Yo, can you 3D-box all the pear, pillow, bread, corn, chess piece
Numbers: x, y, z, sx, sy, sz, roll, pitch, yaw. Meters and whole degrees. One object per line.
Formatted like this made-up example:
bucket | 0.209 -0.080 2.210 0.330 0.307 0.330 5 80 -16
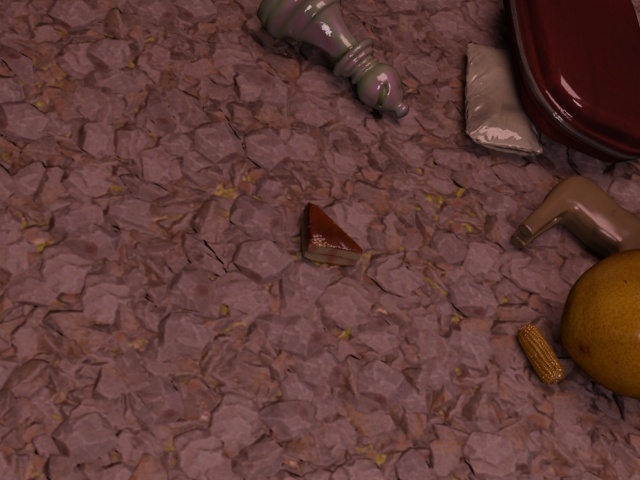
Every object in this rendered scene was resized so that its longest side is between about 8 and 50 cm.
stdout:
pear | 0.419 0.110 1.648 0.209 0.209 0.209 9 51 -12
pillow | 0.288 -0.224 1.958 0.128 0.051 0.229 16 48 -11
bread | 0.000 0.000 1.688 0.109 0.043 0.062 45 51 16
corn | 0.296 0.153 1.673 0.037 0.037 0.092 -13 59 -27
chess piece | 0.038 -0.289 1.889 0.271 0.139 0.139 48 53 7

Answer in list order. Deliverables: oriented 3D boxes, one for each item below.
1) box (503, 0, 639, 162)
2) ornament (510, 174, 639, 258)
box | 0.416 -0.301 1.998 0.263 0.108 0.404 20 48 -25
ornament | 0.435 -0.007 1.830 0.230 0.061 0.245 41 55 12
